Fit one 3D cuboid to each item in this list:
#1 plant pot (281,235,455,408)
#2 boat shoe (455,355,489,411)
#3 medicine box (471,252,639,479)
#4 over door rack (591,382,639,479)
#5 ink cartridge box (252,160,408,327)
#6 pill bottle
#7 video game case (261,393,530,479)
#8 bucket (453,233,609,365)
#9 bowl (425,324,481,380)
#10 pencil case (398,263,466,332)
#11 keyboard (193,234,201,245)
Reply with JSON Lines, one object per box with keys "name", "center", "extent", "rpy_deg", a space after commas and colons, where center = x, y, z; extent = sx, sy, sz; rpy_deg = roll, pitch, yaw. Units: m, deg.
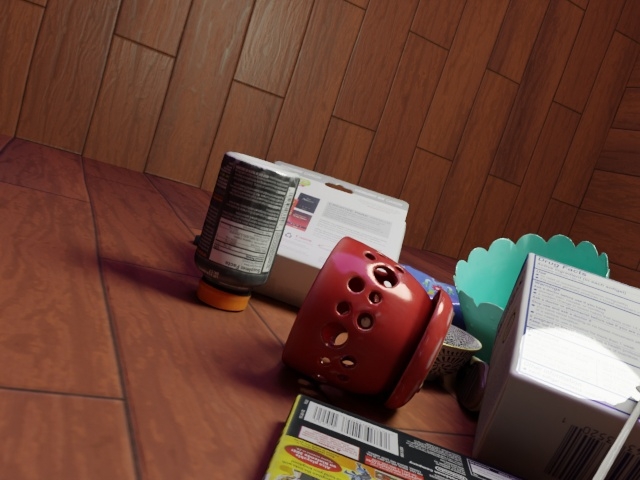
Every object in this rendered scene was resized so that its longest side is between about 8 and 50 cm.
{"name": "plant pot", "center": [0.065, 0.115, 0.754], "extent": [0.174, 0.191, 0.191], "rpy_deg": [28, 9, 7]}
{"name": "boat shoe", "center": [0.256, 0.224, 0.877], "extent": [0.072, 0.068, 0.190], "rpy_deg": [31, 9, 8]}
{"name": "medicine box", "center": [0.355, 0.177, 0.716], "extent": [0.263, 0.149, 0.289], "rpy_deg": [20, 33, 14]}
{"name": "over door rack", "center": [0.323, 0.235, 0.436], "extent": [0.239, 0.108, 0.324], "rpy_deg": [33, 36, 31]}
{"name": "ink cartridge box", "center": [0.000, 0.000, 1.144], "extent": [0.309, 0.130, 0.272], "rpy_deg": [19, 43, 4]}
{"name": "pill bottle", "center": [-0.129, -0.011, 0.943], "extent": [0.130, 0.246, 0.130], "rpy_deg": [18, 9, -3]}
{"name": "video game case", "center": [0.085, 0.234, 0.484], "extent": [0.275, 0.035, 0.248], "rpy_deg": [20, 7, 4]}
{"name": "bucket", "center": [0.385, 0.126, 1.049], "extent": [0.281, 0.183, 0.281], "rpy_deg": [-12, 22, 5]}
{"name": "bowl", "center": [0.167, 0.175, 0.934], "extent": [0.170, 0.080, 0.170], "rpy_deg": [17, 7, -2]}
{"name": "pencil case", "center": [0.256, 0.139, 1.258], "extent": [0.306, 0.119, 0.133], "rpy_deg": [20, 30, 2]}
{"name": "keyboard", "center": [-0.149, 0.046, 1.324], "extent": [0.317, 0.033, 0.201], "rpy_deg": [19, 8, 14]}
